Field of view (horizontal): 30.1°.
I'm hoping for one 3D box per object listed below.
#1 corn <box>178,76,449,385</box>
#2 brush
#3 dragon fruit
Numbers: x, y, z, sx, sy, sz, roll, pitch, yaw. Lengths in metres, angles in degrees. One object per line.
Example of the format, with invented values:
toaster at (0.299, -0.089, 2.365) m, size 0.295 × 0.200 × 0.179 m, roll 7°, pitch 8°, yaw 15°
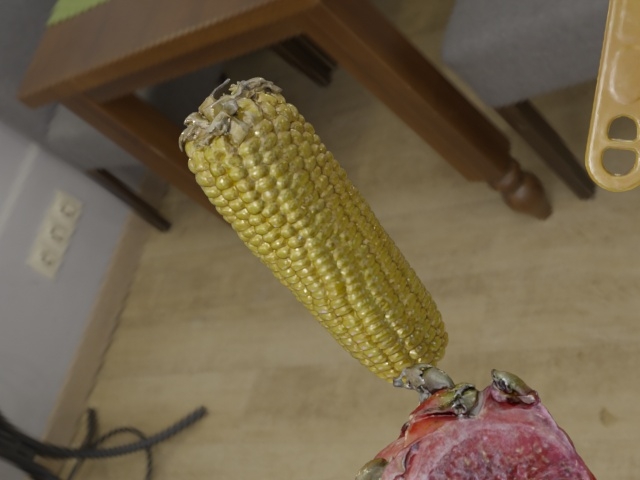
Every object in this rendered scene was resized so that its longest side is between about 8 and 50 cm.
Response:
corn at (0.000, 0.000, 1.008) m, size 0.106 × 0.305 × 0.106 m, roll -33°, pitch 21°, yaw 15°
brush at (0.190, -0.161, 0.698) m, size 0.103 × 0.272 × 0.013 m, roll 6°, pitch 16°, yaw 10°
dragon fruit at (0.108, 0.209, 0.849) m, size 0.211 × 0.147 × 0.282 m, roll -12°, pitch 71°, yaw -7°
